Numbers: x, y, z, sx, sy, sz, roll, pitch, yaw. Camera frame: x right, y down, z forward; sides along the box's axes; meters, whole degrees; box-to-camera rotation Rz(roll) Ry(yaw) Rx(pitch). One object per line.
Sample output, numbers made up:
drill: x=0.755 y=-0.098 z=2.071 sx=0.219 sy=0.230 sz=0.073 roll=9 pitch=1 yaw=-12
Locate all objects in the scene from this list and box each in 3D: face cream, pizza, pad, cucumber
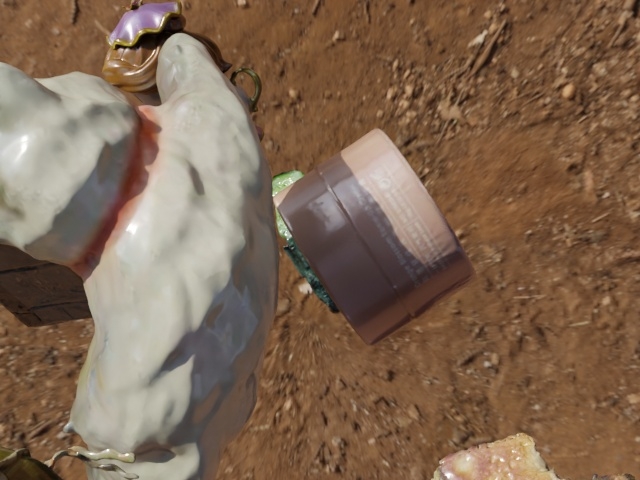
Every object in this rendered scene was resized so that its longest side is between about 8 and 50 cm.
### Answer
face cream: x=0.044 y=-0.002 z=0.759 sx=0.104 sy=0.149 sz=0.149 roll=-33 pitch=87 yaw=2
pizza: x=0.267 y=0.320 z=1.061 sx=0.305 sy=0.085 sz=0.161 roll=15 pitch=52 yaw=25
pad: x=-0.355 y=0.042 z=1.156 sx=0.174 sy=0.233 sz=0.022 roll=-11 pitch=54 yaw=20
cucumber: x=0.000 y=0.000 z=1.297 sx=0.085 sy=0.115 sz=0.193 roll=-20 pitch=111 yaw=11

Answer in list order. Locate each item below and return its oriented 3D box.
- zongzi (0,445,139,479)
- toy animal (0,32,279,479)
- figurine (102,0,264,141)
zongzi: x=-0.193 y=0.218 z=0.376 sx=0.111 sy=0.248 sz=0.241 roll=26 pitch=113 yaw=2
toy animal: x=-0.150 y=0.040 z=0.622 sx=0.266 sy=0.188 sz=0.308 roll=46 pitch=115 yaw=28
figurine: x=-0.197 y=-0.217 z=1.313 sx=0.189 sy=0.142 sz=0.263 roll=-38 pitch=115 yaw=6
